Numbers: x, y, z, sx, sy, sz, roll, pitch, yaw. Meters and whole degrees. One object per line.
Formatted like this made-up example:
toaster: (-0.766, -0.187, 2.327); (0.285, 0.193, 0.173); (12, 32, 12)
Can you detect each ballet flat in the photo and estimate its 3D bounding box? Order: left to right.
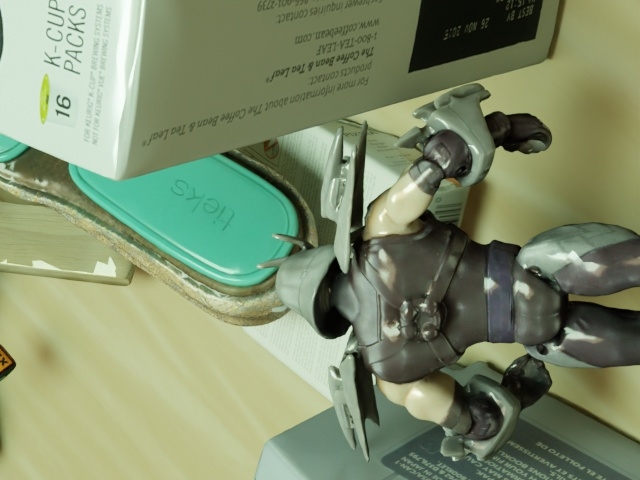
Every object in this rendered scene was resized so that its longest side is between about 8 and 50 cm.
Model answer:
ballet flat: (-0.132, -0.052, 1.068); (0.316, 0.106, 0.107); (39, 82, 17)

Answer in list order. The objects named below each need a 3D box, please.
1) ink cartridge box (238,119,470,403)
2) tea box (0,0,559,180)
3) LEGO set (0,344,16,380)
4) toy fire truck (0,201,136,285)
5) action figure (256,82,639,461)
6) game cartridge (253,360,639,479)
ink cartridge box: (0.000, 0.000, 1.085); (0.179, 0.045, 0.145); (38, 124, 46)
tea box: (-0.091, -0.201, 0.905); (0.323, 0.329, 0.220); (21, 114, 32)
LEGO set: (-0.311, 0.077, 1.239); (0.244, 0.060, 0.182); (23, 121, 17)
toy fire truck: (-0.227, -0.076, 1.163); (0.158, 0.246, 0.217); (8, 73, 56)
action figure: (0.106, 0.025, 0.888); (0.285, 0.099, 0.185); (4, 125, 16)
game cartridge: (0.121, 0.158, 0.920); (0.294, 0.196, 0.060); (28, 116, 30)
